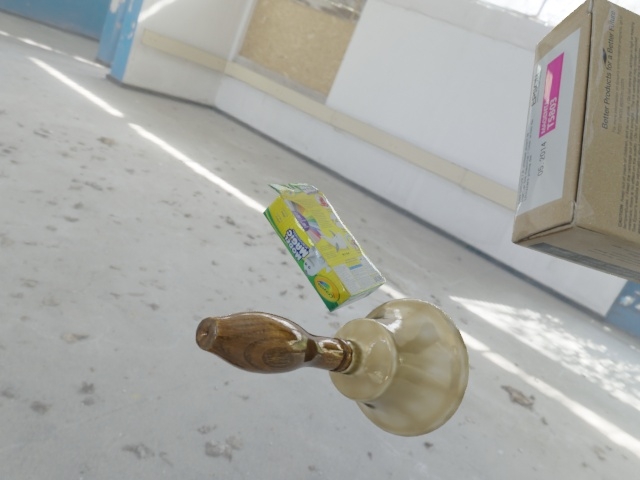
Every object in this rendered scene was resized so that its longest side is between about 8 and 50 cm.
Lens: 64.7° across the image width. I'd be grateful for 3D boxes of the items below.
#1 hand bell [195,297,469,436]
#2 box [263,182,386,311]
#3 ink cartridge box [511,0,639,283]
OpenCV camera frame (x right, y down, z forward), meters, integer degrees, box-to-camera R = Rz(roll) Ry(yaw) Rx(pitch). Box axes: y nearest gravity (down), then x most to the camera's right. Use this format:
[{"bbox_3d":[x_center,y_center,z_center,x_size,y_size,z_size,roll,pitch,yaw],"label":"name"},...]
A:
[{"bbox_3d":[0.008,0.085,0.380,0.126,0.126,0.242,38,9,39],"label":"hand bell"},{"bbox_3d":[0.000,0.000,0.656,0.105,0.043,0.179,-10,63,-57],"label":"box"},{"bbox_3d":[0.302,-0.086,0.491,0.193,0.235,0.088,17,-15,-11],"label":"ink cartridge box"}]
